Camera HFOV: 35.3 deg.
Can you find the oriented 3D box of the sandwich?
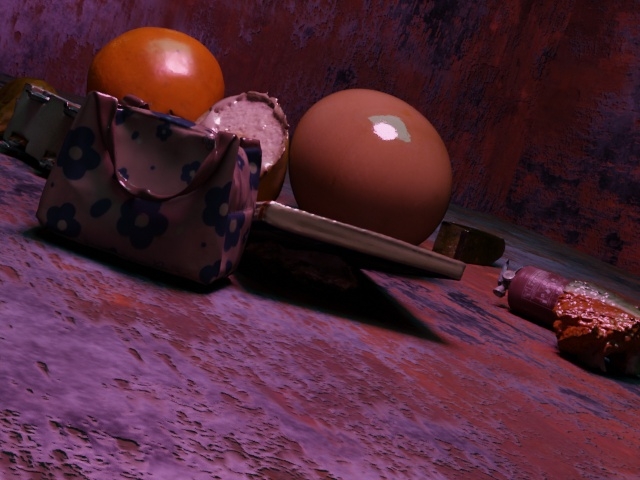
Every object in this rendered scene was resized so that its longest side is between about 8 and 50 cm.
[{"bbox_3d":[0.427,0.145,1.603,0.160,0.109,0.185,-10,23,-29],"label":"sandwich"}]

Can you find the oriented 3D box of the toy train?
[{"bbox_3d":[-0.426,-0.172,1.737,0.159,0.129,0.326,19,4,-42],"label":"toy train"}]

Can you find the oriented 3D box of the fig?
[{"bbox_3d":[-0.585,-0.230,1.941,0.133,0.185,0.126,16,-32,23],"label":"fig"}]

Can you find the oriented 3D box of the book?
[{"bbox_3d":[0.000,0.000,1.524,0.300,0.039,0.428,16,-4,-18],"label":"book"}]

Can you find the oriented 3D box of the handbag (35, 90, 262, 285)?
[{"bbox_3d":[-0.206,-0.070,1.263,0.252,0.193,0.190,20,4,6],"label":"handbag"}]

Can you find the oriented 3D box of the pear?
[{"bbox_3d":[-0.143,-0.137,1.946,0.267,0.267,0.178,25,-19,40],"label":"pear"}]

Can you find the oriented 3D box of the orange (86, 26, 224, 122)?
[{"bbox_3d":[-0.365,-0.320,2.223,0.312,0.312,0.312,18,8,-3],"label":"orange"}]

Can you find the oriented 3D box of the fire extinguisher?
[{"bbox_3d":[0.427,0.108,1.816,0.269,0.104,0.105,23,9,38],"label":"fire extinguisher"}]

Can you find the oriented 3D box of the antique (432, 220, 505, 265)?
[{"bbox_3d":[0.369,0.012,2.445,0.081,0.080,0.221,25,9,37],"label":"antique"}]

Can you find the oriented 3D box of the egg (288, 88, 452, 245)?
[{"bbox_3d":[0.089,-0.133,1.933,0.301,0.301,0.374,13,22,-33],"label":"egg"}]

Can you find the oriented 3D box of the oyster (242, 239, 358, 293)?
[{"bbox_3d":[-0.032,0.038,1.415,0.177,0.056,0.105,13,4,-2],"label":"oyster"}]
